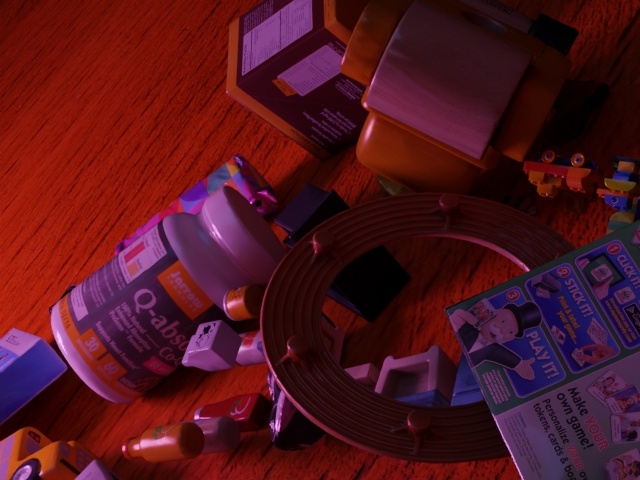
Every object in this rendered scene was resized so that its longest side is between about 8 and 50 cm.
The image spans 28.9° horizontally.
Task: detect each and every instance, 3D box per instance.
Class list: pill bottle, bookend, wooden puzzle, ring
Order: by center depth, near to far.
[{"bbox_3d":[0.109,0.065,1.183,0.337,0.032,0.336,-1,46,1],"label":"ring"},{"bbox_3d":[0.207,-0.029,1.376,0.083,0.006,0.049,4,54,50],"label":"wooden puzzle"},{"bbox_3d":[0.000,0.000,1.429,0.072,0.157,0.156,-48,33,-9],"label":"bookend"},{"bbox_3d":[-0.186,0.065,1.553,0.278,0.162,0.162,-38,32,10],"label":"pill bottle"}]

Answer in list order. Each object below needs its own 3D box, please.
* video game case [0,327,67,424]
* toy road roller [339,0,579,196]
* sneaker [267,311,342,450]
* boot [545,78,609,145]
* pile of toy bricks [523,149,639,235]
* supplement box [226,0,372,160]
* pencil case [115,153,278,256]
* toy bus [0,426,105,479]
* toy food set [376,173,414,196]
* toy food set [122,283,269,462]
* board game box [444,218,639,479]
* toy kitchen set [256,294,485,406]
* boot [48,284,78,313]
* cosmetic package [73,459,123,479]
[{"bbox_3d":[-0.487,0.229,1.683,0.269,0.061,0.244,-41,13,-18],"label":"video game case"},{"bbox_3d":[0.132,-0.140,1.332,0.240,0.202,0.329,-66,-7,25],"label":"toy road roller"},{"bbox_3d":[-0.026,0.164,1.363,0.077,0.072,0.178,-34,22,36],"label":"sneaker"},{"bbox_3d":[0.262,-0.153,1.434,0.106,0.037,0.114,-40,32,-21],"label":"boot"},{"bbox_3d":[0.302,-0.019,1.192,0.212,0.118,0.105,11,87,35],"label":"pile of toy bricks"},{"bbox_3d":[0.010,-0.237,1.636,0.194,0.191,0.129,-28,46,32],"label":"supplement box"},{"bbox_3d":[-0.168,-0.020,1.698,0.236,0.104,0.104,-37,32,12],"label":"pencil case"},{"bbox_3d":[-0.406,0.338,1.524,0.333,0.108,0.130,-32,31,18],"label":"toy bus"},{"bbox_3d":[0.141,-0.150,1.533,0.128,0.071,0.218,8,57,52],"label":"toy food set"},{"bbox_3d":[-0.129,0.164,1.417,0.104,0.111,0.232,-14,45,38],"label":"toy food set"},{"bbox_3d":[0.251,0.132,1.002,0.213,0.046,0.317,-24,44,4],"label":"board game box"},{"bbox_3d":[0.065,0.128,1.194,0.207,0.166,0.122,-18,39,34],"label":"toy kitchen set"},{"bbox_3d":[-0.333,0.089,1.740,0.082,0.106,0.219,-51,33,-13],"label":"boot"},{"bbox_3d":[-0.141,0.379,1.097,0.155,0.197,0.365,-45,33,-6],"label":"cosmetic package"}]
